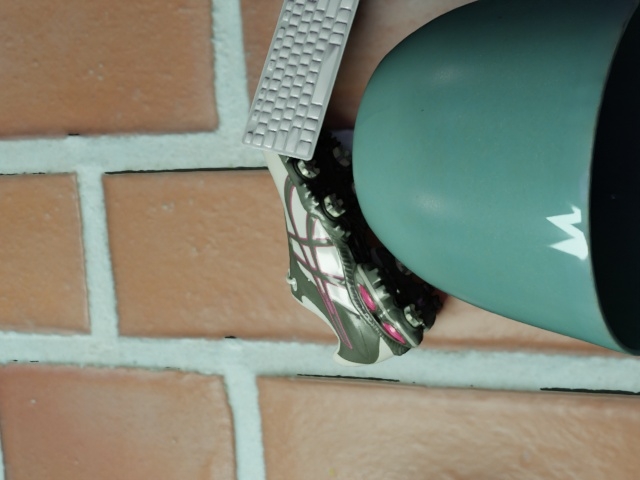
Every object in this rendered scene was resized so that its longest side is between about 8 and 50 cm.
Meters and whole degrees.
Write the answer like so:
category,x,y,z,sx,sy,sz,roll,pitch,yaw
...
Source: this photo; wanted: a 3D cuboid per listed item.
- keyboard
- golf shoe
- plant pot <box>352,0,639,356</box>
category,x,y,z,sx,sy,sz,roll,pitch,yaw
keyboard,-0.006,-0.201,1.038,0.072,0.014,0.256,13,80,22
golf shoe,0.000,0.000,1.080,0.120,0.105,0.273,-32,85,33
plant pot,0.170,-0.069,0.906,0.235,0.293,0.293,8,103,36
